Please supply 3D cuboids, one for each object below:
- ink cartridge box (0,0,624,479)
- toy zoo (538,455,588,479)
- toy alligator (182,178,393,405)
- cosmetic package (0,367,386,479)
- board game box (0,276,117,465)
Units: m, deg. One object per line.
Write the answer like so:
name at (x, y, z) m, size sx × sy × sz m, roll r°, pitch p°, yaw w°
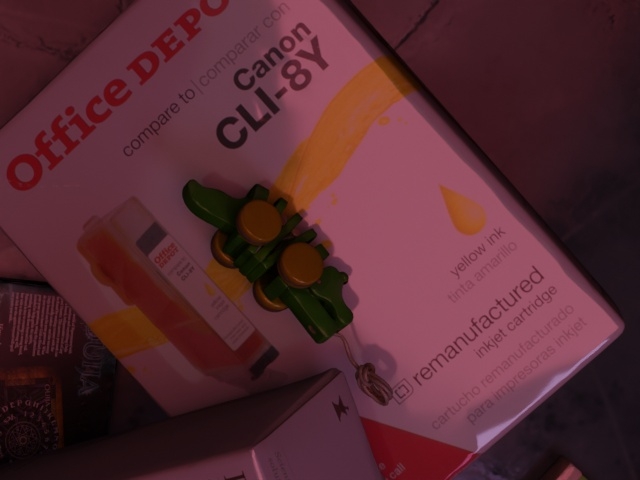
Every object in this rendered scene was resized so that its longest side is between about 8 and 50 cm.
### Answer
ink cartridge box at (-0.020, -0.002, 1.166) m, size 0.279 × 0.160 × 0.384 m, roll -42°, pitch 91°, yaw 8°
toy zoo at (0.240, 0.343, 1.359) m, size 0.293 × 0.030 × 0.192 m, roll 42°, pitch 88°, yaw -11°
toy alligator at (-0.009, 0.022, 1.062) m, size 0.189 × 0.056 × 0.051 m, roll 46°, pitch 58°, yaw -1°
cosmetic package at (-0.135, 0.233, 1.075) m, size 0.365 × 0.155 × 0.197 m, roll -19°, pitch 96°, yaw 26°
board game box at (-0.221, 0.124, 1.265) m, size 0.126 × 0.026 × 0.186 m, roll 7°, pitch 94°, yaw -10°
